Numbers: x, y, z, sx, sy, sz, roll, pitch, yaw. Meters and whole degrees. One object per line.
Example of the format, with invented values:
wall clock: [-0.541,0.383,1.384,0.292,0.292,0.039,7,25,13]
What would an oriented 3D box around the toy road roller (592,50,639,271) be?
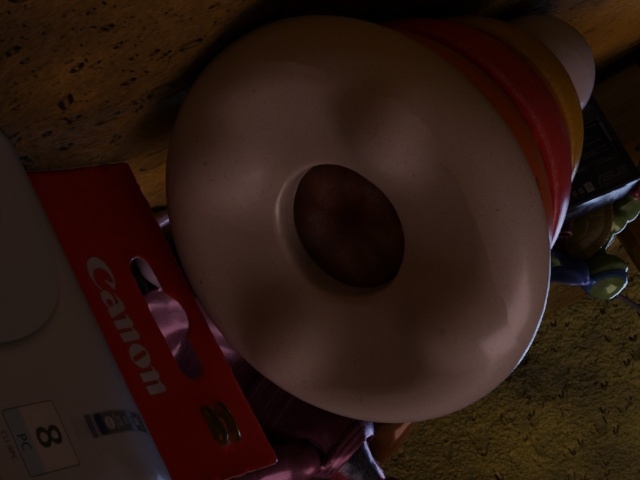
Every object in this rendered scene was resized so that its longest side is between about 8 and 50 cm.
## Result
toy road roller: [0.394,-0.073,2.089,0.202,0.240,0.329,-29,166,6]

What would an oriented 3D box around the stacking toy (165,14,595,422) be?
stacking toy: [0.122,-0.082,1.552,0.350,0.350,0.480,-39,177,39]

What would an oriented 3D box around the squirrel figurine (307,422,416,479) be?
squirrel figurine: [-0.125,0.292,2.054,0.370,0.397,0.281,-5,110,-53]

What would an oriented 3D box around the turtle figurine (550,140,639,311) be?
turtle figurine: [0.302,-0.052,1.902,0.275,0.266,0.198,-13,156,-23]

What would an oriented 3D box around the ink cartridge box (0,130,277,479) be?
ink cartridge box: [-0.185,0.056,1.320,0.091,0.308,0.385,-36,164,31]

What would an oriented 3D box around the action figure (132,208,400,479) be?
action figure: [-0.047,0.145,1.778,0.248,0.370,0.275,-44,166,-52]

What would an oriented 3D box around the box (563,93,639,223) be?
box: [0.178,-0.089,1.744,0.233,0.183,0.059,-24,166,-20]
